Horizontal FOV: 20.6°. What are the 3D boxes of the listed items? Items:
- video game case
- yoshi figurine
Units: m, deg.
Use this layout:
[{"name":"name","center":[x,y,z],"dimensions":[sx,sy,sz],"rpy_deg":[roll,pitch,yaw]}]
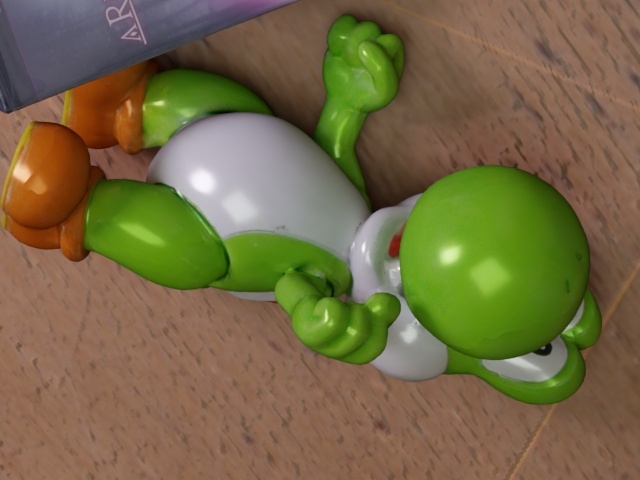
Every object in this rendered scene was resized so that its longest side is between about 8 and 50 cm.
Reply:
[{"name":"video game case","center":[-0.088,-0.212,0.996],"dimensions":[0.274,0.026,0.196],"rpy_deg":[-24,105,-17]},{"name":"yoshi figurine","center":[0.009,-0.019,1.030],"dimensions":[0.362,0.203,0.203],"rpy_deg":[22,104,-2]}]
